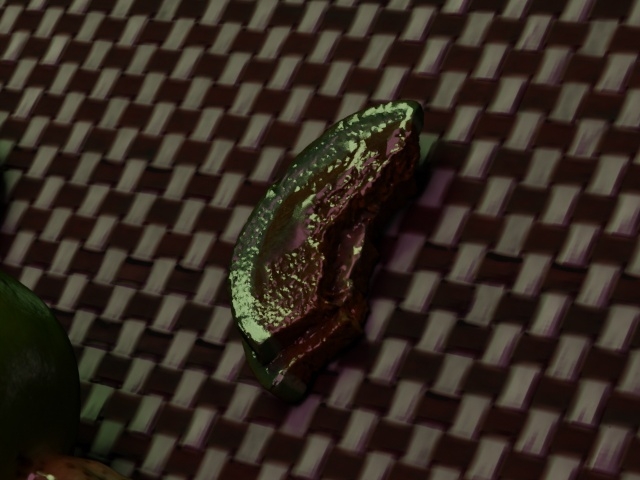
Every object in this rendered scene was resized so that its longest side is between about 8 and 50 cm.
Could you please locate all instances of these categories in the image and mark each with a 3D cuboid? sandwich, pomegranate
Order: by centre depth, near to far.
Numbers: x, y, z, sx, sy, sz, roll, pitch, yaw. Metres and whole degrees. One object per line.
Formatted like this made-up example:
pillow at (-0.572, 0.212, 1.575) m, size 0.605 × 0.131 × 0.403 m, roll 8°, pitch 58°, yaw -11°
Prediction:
pomegranate at (-0.155, 0.086, 0.801) m, size 0.205 × 0.159 × 0.159 m, roll 23°, pitch 74°, yaw 17°
sandwich at (-0.002, 0.001, 0.824) m, size 0.067 × 0.029 × 0.135 m, roll 9°, pitch 67°, yaw 40°
